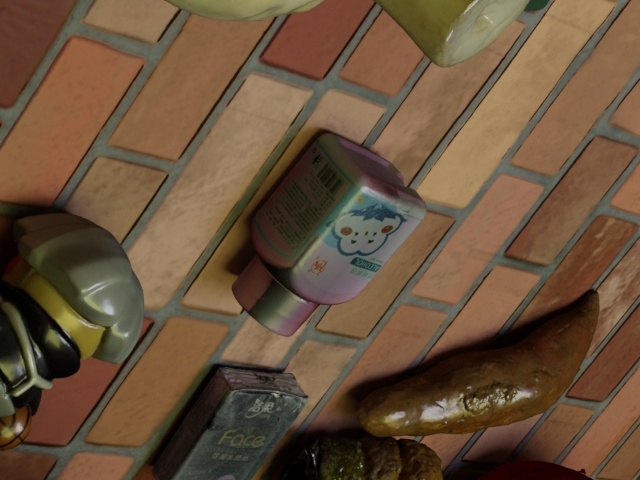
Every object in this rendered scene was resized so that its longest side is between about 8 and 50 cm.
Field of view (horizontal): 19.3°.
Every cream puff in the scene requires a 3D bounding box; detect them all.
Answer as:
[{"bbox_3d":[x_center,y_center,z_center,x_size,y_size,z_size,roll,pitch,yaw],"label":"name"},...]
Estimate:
[{"bbox_3d":[0.029,0.285,2.139,0.169,0.183,0.183,28,111,-21],"label":"cream puff"}]

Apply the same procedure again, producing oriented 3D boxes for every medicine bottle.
[{"bbox_3d":[0.000,0.000,1.847,0.119,0.094,0.188,22,113,-47],"label":"medicine bottle"}]

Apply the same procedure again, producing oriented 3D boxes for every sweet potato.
[{"bbox_3d":[0.200,0.170,2.190,0.354,0.095,0.106,-22,100,-25],"label":"sweet potato"}]

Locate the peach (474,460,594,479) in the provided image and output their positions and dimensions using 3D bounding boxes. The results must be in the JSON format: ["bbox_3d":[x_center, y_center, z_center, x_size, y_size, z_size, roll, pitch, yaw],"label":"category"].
[{"bbox_3d":[0.276,0.459,2.349,0.370,0.370,0.370,-22,141,-20],"label":"peach"}]

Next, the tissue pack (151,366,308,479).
[{"bbox_3d":[-0.098,0.206,2.020,0.112,0.051,0.156,9,124,-43],"label":"tissue pack"}]

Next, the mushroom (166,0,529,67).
[{"bbox_3d":[-0.002,-0.296,1.416,0.356,0.315,0.315,26,115,-13],"label":"mushroom"}]

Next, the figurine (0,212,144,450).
[{"bbox_3d":[-0.262,0.089,1.679,0.236,0.133,0.176,-43,148,-17],"label":"figurine"}]

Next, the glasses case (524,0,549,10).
[{"bbox_3d":[0.208,-0.300,1.750,0.077,0.039,0.184,-5,132,-37],"label":"glasses case"}]
